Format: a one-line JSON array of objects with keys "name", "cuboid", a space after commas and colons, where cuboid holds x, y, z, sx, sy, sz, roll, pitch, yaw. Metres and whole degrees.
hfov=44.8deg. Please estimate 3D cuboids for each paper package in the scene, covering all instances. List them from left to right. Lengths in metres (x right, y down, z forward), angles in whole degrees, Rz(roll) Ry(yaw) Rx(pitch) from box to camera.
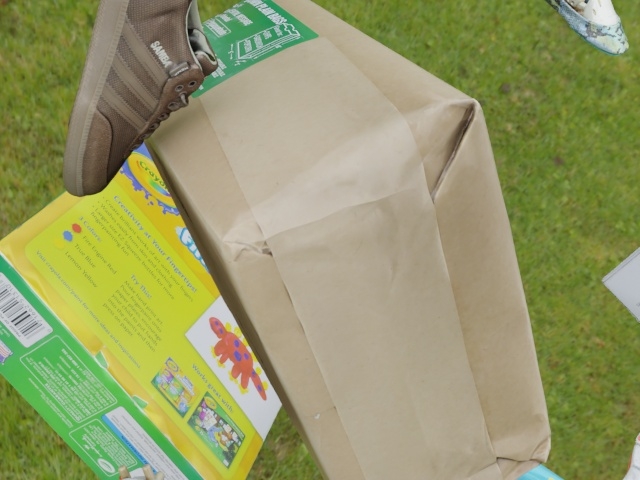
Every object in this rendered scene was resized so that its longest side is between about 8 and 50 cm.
[{"name": "paper package", "cuboid": [0.000, 0.000, 0.590, 0.168, 0.310, 0.325, -27, 36, -9]}]

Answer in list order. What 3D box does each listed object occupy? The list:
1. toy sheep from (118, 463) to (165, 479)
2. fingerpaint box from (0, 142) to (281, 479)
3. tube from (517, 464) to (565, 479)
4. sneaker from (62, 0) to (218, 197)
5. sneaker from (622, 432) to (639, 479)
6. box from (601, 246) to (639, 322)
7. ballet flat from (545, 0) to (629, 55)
[{"name": "toy sheep", "cuboid": [-0.203, 0.300, 0.856, 0.091, 0.091, 0.132, 33, 33, 3]}, {"name": "fingerpaint box", "cuboid": [-0.252, 0.123, 1.129, 0.445, 0.163, 0.371, 52, 30, -14]}, {"name": "tube", "cuboid": [0.265, 0.310, 1.050, 0.207, 0.080, 0.052, 31, 60, 14]}, {"name": "sneaker", "cuboid": [-0.098, -0.091, 0.444, 0.071, 0.188, 0.066, 15, 41, -17]}, {"name": "sneaker", "cuboid": [0.273, 0.201, 0.633, 0.158, 0.065, 0.061, -34, 48, -26]}, {"name": "box", "cuboid": [0.208, -0.048, 0.292, 0.145, 0.186, 0.038, -29, 72, -35]}, {"name": "ballet flat", "cuboid": [0.379, -0.345, 1.128, 0.070, 0.070, 0.188, -26, 61, -29]}]
